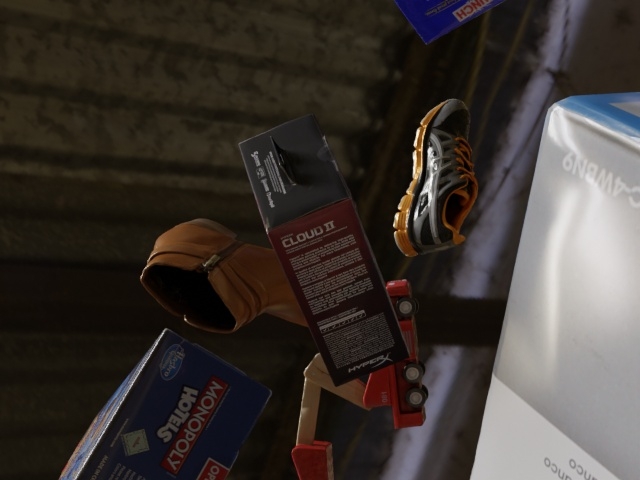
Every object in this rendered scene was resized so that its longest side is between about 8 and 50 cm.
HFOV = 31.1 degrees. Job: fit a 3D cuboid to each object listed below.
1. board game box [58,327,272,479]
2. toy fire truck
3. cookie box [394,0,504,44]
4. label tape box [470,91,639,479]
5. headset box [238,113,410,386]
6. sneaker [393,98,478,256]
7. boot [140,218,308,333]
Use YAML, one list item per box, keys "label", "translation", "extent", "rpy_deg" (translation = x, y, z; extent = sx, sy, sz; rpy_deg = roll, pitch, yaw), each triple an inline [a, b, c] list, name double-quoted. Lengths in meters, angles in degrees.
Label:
- label: "board game box"
  translation: [-0.112, 0.147, 0.582]
  extent: [0.060, 0.194, 0.194]
  rpy_deg: [32, -103, -6]
- label: "toy fire truck"
  translation: [0.035, 0.138, 1.114]
  extent: [0.135, 0.047, 0.192]
  rpy_deg: [-7, -92, 8]
- label: "cookie box"
  translation: [0.077, -0.190, 0.731]
  extent: [0.091, 0.040, 0.107]
  rpy_deg: [-28, -46, 18]
- label: "label tape box"
  translation: [0.174, 0.122, 0.424]
  extent: [0.249, 0.115, 0.348]
  rpy_deg: [-7, -64, -30]
- label: "headset box"
  translation: [0.000, 0.000, 0.412]
  extent: [0.032, 0.062, 0.083]
  rpy_deg: [-23, -54, 1]
- label: "sneaker"
  translation: [0.160, -0.077, 1.436]
  extent: [0.084, 0.083, 0.215]
  rpy_deg: [34, -116, -47]
- label: "boot"
  translation: [-0.073, 0.060, 1.400]
  extent: [0.283, 0.220, 0.109]
  rpy_deg: [28, -75, 0]
